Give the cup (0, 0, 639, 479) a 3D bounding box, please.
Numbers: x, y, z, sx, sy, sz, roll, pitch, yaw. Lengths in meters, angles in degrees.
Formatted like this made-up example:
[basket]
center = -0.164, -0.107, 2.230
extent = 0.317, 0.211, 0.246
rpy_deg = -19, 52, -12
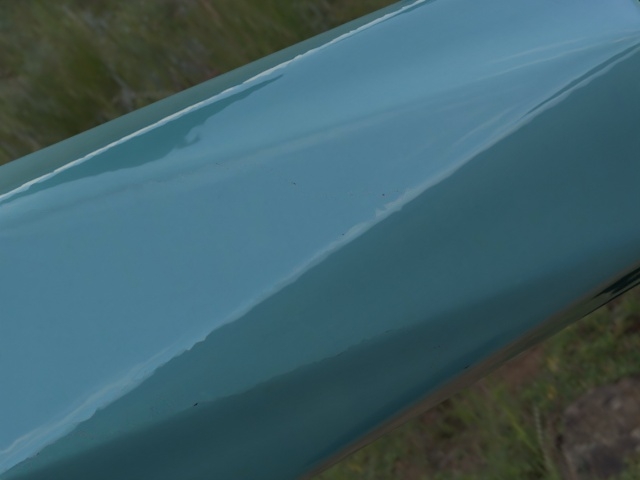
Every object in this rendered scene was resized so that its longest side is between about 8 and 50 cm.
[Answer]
[cup]
center = 0.000, 0.000, 0.457
extent = 0.235, 0.134, 0.148
rpy_deg = -26, 18, 7
